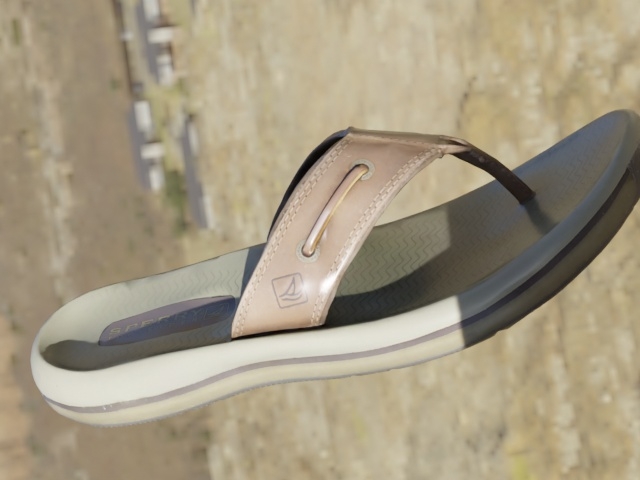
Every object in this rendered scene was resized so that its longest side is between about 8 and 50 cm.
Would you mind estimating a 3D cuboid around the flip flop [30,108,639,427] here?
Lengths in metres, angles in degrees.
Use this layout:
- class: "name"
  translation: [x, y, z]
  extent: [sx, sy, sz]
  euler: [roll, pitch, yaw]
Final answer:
- class: "flip flop"
  translation: [0.000, 0.000, 0.724]
  extent: [0.112, 0.277, 0.080]
  euler: [-68, -42, -62]
